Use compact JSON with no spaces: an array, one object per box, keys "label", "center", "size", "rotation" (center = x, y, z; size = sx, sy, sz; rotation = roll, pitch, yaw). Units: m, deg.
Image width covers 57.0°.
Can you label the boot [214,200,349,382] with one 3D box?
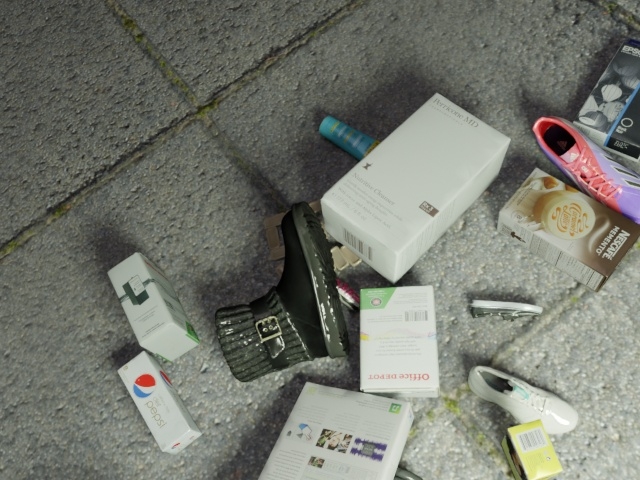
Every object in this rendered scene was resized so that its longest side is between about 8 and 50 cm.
[{"label":"boot","center":[-0.100,0.111,1.229],"size":[0.260,0.131,0.348],"rotation":[-13,87,12]}]

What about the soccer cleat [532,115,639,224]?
[{"label":"soccer cleat","center":[0.577,-0.152,1.262],"size":[0.109,0.116,0.318],"rotation":[-51,56,27]}]

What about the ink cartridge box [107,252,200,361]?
[{"label":"ink cartridge box","center":[-0.373,0.149,1.322],"size":[0.086,0.153,0.208],"rotation":[-33,61,-3]}]

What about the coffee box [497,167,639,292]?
[{"label":"coffee box","center":[0.518,-0.025,1.240],"size":[0.246,0.098,0.141],"rotation":[36,77,25]}]

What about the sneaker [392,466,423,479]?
[{"label":"sneaker","center":[0.064,0.481,1.104],"size":[0.295,0.105,0.147],"rotation":[2,51,20]}]

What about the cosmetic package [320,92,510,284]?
[{"label":"cosmetic package","center":[0.209,-0.120,1.295],"size":[0.217,0.156,0.385],"rotation":[37,71,21]}]

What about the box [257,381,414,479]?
[{"label":"box","center":[0.014,0.420,1.075],"size":[0.232,0.059,0.322],"rotation":[4,43,29]}]

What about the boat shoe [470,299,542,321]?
[{"label":"boat shoe","center":[0.383,0.147,1.220],"size":[0.142,0.049,0.040],"rotation":[3,84,16]}]

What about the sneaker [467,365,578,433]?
[{"label":"sneaker","center":[0.382,0.298,1.117],"size":[0.212,0.094,0.080],"rotation":[21,69,20]}]

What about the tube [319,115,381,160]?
[{"label":"tube","center":[0.092,-0.240,1.471],"size":[0.207,0.052,0.080],"rotation":[33,85,18]}]

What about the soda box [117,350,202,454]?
[{"label":"soda box","center":[-0.347,0.347,1.267],"size":[0.074,0.069,0.216],"rotation":[-37,64,-7]}]

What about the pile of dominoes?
[{"label":"pile of dominoes","center":[0.000,0.000,1.390],"size":[0.251,0.040,0.196],"rotation":[-18,62,12]}]

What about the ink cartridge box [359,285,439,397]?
[{"label":"ink cartridge box","center":[0.162,0.209,1.209],"size":[0.154,0.093,0.213],"rotation":[-4,62,11]}]

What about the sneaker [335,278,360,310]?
[{"label":"sneaker","center":[0.009,0.118,1.306],"size":[0.170,0.063,0.075],"rotation":[28,101,7]}]

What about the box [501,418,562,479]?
[{"label":"box","center":[0.356,0.369,1.010],"size":[0.058,0.232,0.087],"rotation":[-20,61,5]}]

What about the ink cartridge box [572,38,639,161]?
[{"label":"ink cartridge box","center":[0.735,-0.351,1.372],"size":[0.165,0.065,0.333],"rotation":[28,73,24]}]
